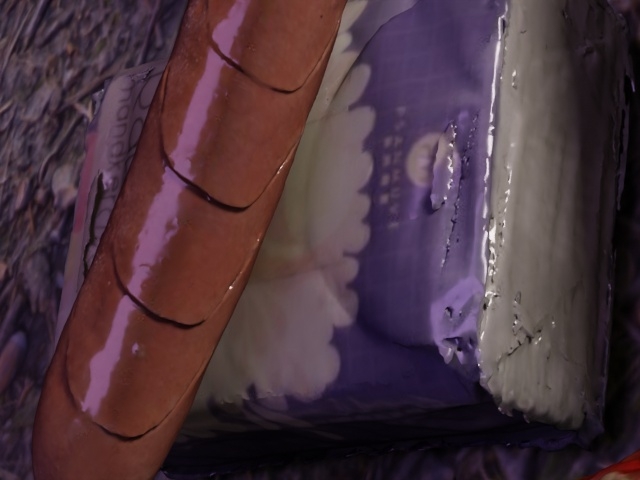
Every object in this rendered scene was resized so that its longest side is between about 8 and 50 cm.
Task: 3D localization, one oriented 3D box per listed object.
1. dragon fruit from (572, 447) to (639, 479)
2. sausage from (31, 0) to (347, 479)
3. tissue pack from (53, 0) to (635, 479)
[{"bbox_3d":[0.208,0.108,0.690,0.228,0.286,0.329,-60,31,27],"label":"dragon fruit"},{"bbox_3d":[-0.054,-0.046,0.968,0.088,0.088,0.433,17,87,48],"label":"sausage"},{"bbox_3d":[0.000,0.000,1.050,0.343,0.125,0.242,-12,65,44],"label":"tissue pack"}]
